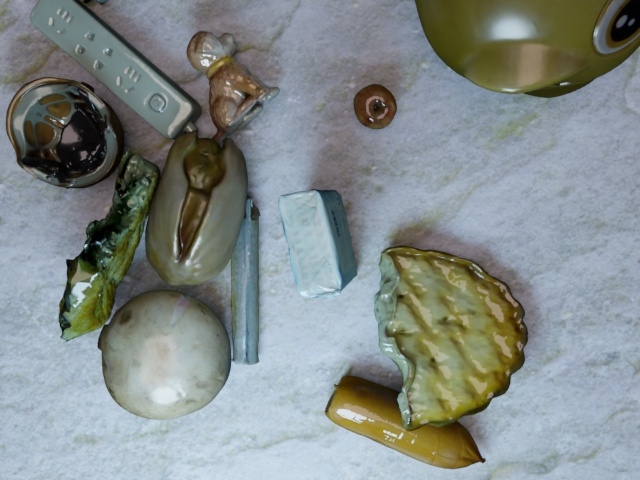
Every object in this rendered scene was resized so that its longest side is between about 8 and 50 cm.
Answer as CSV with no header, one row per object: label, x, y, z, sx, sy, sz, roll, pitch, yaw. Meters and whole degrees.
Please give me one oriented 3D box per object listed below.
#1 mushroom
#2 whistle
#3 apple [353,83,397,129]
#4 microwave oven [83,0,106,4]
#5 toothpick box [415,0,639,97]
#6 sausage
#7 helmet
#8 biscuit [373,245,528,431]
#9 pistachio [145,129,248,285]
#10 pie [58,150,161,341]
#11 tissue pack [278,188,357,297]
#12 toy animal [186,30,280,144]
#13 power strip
mushroom,-0.292,0.209,1.355,0.255,0.184,0.255,0,93,7
whistle,-0.144,0.075,1.396,0.057,0.068,0.326,-1,94,-27
apple,0.102,-0.249,1.354,0.084,0.071,0.084,1,102,3
microwave oven,-0.437,-0.658,1.291,0.286,0.218,0.355,-36,91,4
toothpick box,0.350,-0.445,1.155,0.409,0.409,0.425,0,100,4
sausage,0.169,0.352,1.370,0.328,0.112,0.112,23,95,0
helmet,-0.464,-0.194,1.368,0.224,0.130,0.198,37,92,11
biscuit,0.209,0.185,1.338,0.329,0.078,0.335,30,75,3
pistachio,-0.223,-0.054,1.332,0.166,0.197,0.288,17,87,-8
pie,-0.373,0.017,1.286,0.078,0.371,0.296,19,128,-6
tissue pack,0.000,0.000,1.280,0.089,0.263,0.177,-12,92,8
toy animal,-0.203,-0.287,1.362,0.184,0.104,0.185,-41,95,14
power strip,-0.382,-0.329,1.387,0.385,0.062,0.091,41,99,1
